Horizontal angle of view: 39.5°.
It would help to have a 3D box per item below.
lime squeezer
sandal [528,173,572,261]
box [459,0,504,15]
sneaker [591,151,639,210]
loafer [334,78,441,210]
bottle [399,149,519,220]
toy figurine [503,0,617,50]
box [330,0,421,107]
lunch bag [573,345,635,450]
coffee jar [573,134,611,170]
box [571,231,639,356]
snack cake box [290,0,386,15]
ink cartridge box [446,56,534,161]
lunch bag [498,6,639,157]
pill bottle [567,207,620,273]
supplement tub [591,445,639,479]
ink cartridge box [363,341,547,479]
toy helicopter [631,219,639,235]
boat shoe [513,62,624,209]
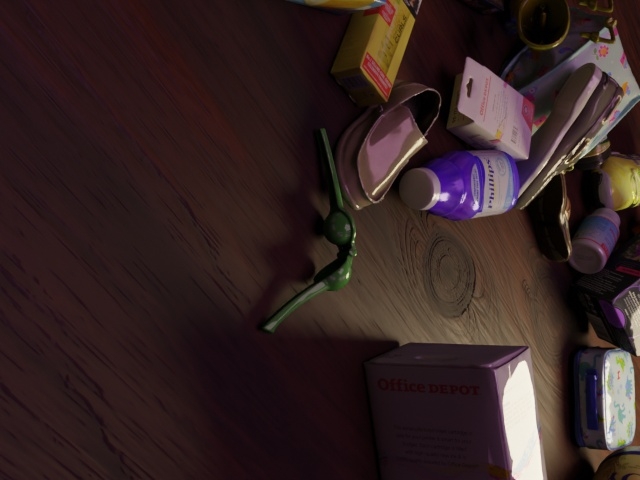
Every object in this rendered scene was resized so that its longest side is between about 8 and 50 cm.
[{"bbox_3d":[0.000,0.000,1.244,0.110,0.059,0.310,21,68,-14],"label":"lime squeezer"},{"bbox_3d":[0.473,-0.060,1.790,0.060,0.090,0.219,-36,118,-35],"label":"sandal"},{"bbox_3d":[0.256,-0.517,1.601,0.233,0.044,0.159,8,81,-51],"label":"box"},{"bbox_3d":[0.756,-0.151,2.110,0.384,0.147,0.145,-20,104,-49],"label":"sneaker"},{"bbox_3d":[0.105,-0.156,1.341,0.102,0.092,0.268,53,48,-33],"label":"loafer"},{"bbox_3d":[0.236,-0.093,1.499,0.283,0.092,0.118,-7,94,-51],"label":"bottle"},{"bbox_3d":[0.432,-0.460,1.695,0.217,0.191,0.363,101,-9,-67],"label":"toy figurine"},{"bbox_3d":[0.090,-0.321,1.365,0.087,0.058,0.232,46,54,-40],"label":"box"},{"bbox_3d":[0.613,0.340,1.932,0.176,0.090,0.219,3,84,-52],"label":"lunch bag"},{"bbox_3d":[0.581,-0.250,1.954,0.096,0.079,0.184,-36,115,-46],"label":"coffee jar"},{"bbox_3d":[0.713,0.096,1.929,0.270,0.143,0.165,-34,111,-9],"label":"box"},{"bbox_3d":[-0.022,-0.409,1.210,0.264,0.089,0.152,-4,90,-52],"label":"snack cake box"},{"bbox_3d":[0.293,-0.229,1.589,0.198,0.067,0.115,27,65,-35],"label":"ink cartridge box"},{"bbox_3d":[0.475,-0.289,1.759,0.262,0.160,0.223,-42,127,-4],"label":"lunch bag"},{"bbox_3d":[0.603,-0.004,1.951,0.160,0.087,0.087,-47,122,-42],"label":"pill bottle"},{"bbox_3d":[0.633,0.603,1.812,0.331,0.241,0.241,-36,114,-47],"label":"supplement tub"},{"bbox_3d":[0.207,0.314,1.321,0.131,0.226,0.306,-13,98,-51],"label":"ink cartridge box"},{"bbox_3d":[0.796,0.039,2.104,0.355,0.235,0.140,-37,87,-28],"label":"toy helicopter"},{"bbox_3d":[0.447,-0.178,1.657,0.091,0.109,0.305,29,102,-19],"label":"boat shoe"}]
